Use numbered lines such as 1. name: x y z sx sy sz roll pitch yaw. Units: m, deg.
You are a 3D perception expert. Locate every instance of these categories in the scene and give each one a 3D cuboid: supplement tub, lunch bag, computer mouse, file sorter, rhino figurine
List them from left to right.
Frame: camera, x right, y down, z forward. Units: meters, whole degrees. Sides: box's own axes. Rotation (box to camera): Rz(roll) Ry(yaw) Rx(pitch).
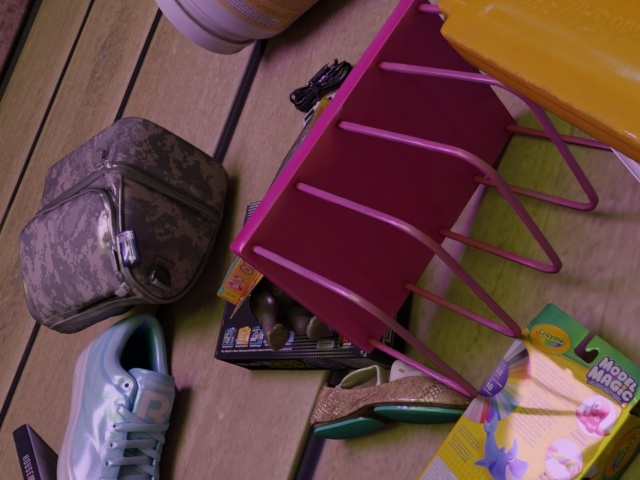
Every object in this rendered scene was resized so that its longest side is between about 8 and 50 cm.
1. lunch bag: -0.299 -0.002 1.193 0.305 0.213 0.256 -20 53 41
2. supplement tub: -0.073 -0.443 1.156 0.331 0.241 0.241 -30 49 36
3. rhino figurine: 0.000 0.000 0.867 0.243 0.073 0.106 -61 27 -1
4. computer mouse: 0.010 -0.157 1.069 0.106 0.042 0.193 -34 42 27
5. file sorter: 0.112 -0.038 0.709 0.182 0.202 0.290 23 76 50

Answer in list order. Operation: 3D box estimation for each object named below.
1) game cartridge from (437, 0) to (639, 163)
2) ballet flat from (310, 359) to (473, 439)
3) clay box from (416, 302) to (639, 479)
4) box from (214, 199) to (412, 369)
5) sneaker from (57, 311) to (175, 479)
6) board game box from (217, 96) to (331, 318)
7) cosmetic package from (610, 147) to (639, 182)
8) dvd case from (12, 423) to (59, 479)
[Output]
1. game cartridge: 0.240 -0.204 0.467 0.323 0.053 0.285 -47 36 7
2. ballet flat: 0.067 0.154 0.807 0.206 0.073 0.067 -19 54 41
3. clay box: 0.179 0.176 0.677 0.222 0.053 0.127 -56 38 9
4. box: -0.006 0.043 0.959 0.270 0.060 0.216 -9 64 47
5. sneaker: -0.262 0.248 1.086 0.150 0.135 0.365 -45 43 28
6. board game box: -0.045 -0.040 0.898 0.124 0.039 0.259 -52 15 48
7. cosmetic package: 0.364 -0.170 0.538 0.365 0.197 0.155 -44 44 23
8. dvd case: -0.337 0.376 1.080 0.030 0.179 0.239 -33 38 -11
